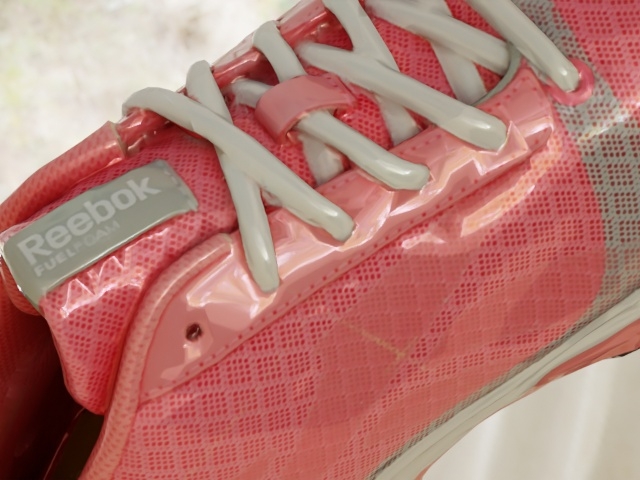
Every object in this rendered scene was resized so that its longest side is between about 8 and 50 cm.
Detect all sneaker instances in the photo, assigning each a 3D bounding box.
[{"bbox_3d":[0.000,0.001,0.448,0.314,0.116,0.136,-52,146,14],"label":"sneaker"}]
